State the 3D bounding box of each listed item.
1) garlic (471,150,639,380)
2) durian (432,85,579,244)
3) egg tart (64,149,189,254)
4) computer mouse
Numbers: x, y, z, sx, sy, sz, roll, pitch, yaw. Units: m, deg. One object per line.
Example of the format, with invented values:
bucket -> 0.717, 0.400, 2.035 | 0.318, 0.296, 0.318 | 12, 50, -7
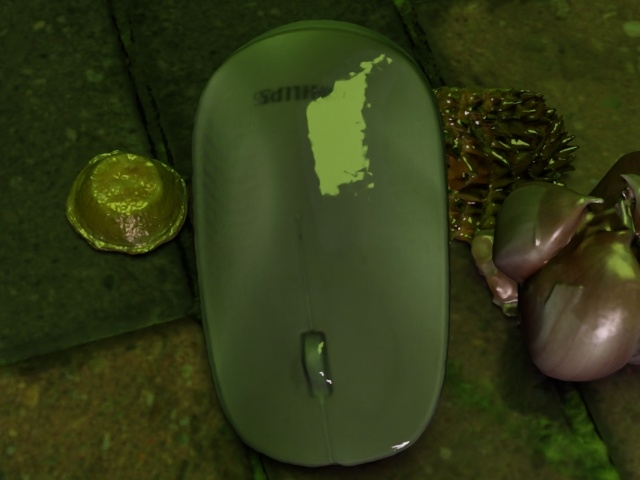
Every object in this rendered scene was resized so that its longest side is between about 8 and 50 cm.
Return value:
garlic -> 0.239, 0.017, 1.061 | 0.214, 0.191, 0.160 | -8, 84, -19
durian -> 0.089, -0.086, 1.149 | 0.252, 0.144, 0.139 | -9, 38, 0
egg tart -> -0.158, -0.037, 1.149 | 0.105, 0.039, 0.105 | 1, 58, -2
computer mouse -> -0.002, 0.000, 1.030 | 0.197, 0.095, 0.330 | -7, 83, 18
